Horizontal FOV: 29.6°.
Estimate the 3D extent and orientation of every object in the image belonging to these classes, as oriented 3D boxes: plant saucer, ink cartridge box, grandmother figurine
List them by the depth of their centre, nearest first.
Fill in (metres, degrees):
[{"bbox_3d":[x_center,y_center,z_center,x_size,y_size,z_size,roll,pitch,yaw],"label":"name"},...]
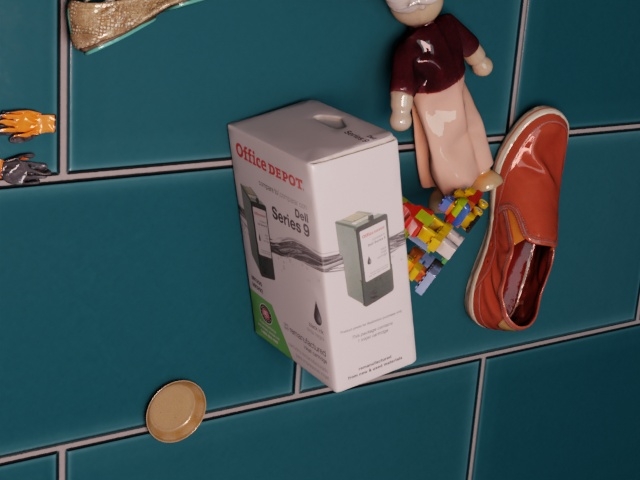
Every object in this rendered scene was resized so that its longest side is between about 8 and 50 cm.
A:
[{"bbox_3d":[0.000,0.000,1.445,0.121,0.211,0.289,-19,115,-26],"label":"ink cartridge box"},{"bbox_3d":[-0.183,0.211,1.516,0.083,0.015,0.083,-12,113,-31],"label":"plant saucer"},{"bbox_3d":[0.145,-0.205,1.551,0.208,0.104,0.342,-47,129,-47],"label":"grandmother figurine"}]

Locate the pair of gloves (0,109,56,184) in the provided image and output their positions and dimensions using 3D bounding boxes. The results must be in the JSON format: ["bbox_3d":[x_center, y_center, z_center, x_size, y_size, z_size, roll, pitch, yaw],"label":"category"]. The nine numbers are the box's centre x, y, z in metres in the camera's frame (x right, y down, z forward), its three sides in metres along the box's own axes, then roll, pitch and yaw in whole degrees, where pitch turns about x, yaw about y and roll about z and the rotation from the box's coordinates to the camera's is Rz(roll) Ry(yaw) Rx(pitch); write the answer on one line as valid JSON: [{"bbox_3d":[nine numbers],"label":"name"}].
[{"bbox_3d":[-0.322,-0.100,1.307,0.074,0.010,0.083,0,107,-36],"label":"pair of gloves"}]

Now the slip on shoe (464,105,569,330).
[{"bbox_3d":[0.295,-0.025,1.715,0.123,0.101,0.331,7,101,-35],"label":"slip on shoe"}]

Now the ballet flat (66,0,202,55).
[{"bbox_3d":[-0.183,-0.269,1.311,0.206,0.073,0.067,-31,108,-27],"label":"ballet flat"}]

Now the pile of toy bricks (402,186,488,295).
[{"bbox_3d":[0.123,-0.018,1.489,0.118,0.105,0.212,-56,174,27],"label":"pile of toy bricks"}]
